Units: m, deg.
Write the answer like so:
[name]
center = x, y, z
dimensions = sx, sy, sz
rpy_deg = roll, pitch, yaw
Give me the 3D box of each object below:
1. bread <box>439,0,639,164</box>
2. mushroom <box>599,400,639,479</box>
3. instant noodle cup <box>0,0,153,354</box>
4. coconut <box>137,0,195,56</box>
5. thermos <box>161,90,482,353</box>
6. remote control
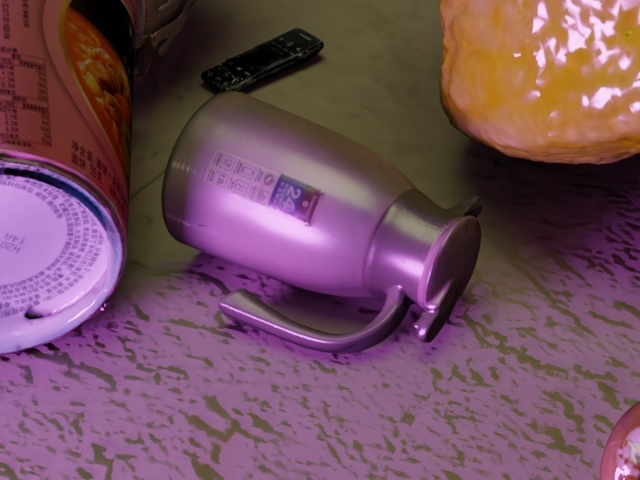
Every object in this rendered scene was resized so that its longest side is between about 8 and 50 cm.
[bread]
center = 0.220, -0.222, 1.126
dimensions = 0.348, 0.307, 0.348
rpy_deg = -15, 8, 2
[mushroom]
center = 0.250, 0.127, 0.892
dimensions = 0.209, 0.071, 0.084
rpy_deg = 11, 10, 17
[instant noodle cup]
center = -0.216, -0.069, 1.112
dimensions = 0.244, 0.244, 0.255
rpy_deg = -9, 45, -6
[coconut]
center = -0.204, -0.272, 1.315
dimensions = 0.323, 0.323, 0.323
rpy_deg = -3, 36, 3
[thermos]
center = 0.000, 0.000, 1.084
dimensions = 0.193, 0.105, 0.137
rpy_deg = 23, 70, 24
[remote control]
center = -0.044, -0.134, 1.332
dimensions = 0.096, 0.014, 0.039
rpy_deg = -27, 41, -26
